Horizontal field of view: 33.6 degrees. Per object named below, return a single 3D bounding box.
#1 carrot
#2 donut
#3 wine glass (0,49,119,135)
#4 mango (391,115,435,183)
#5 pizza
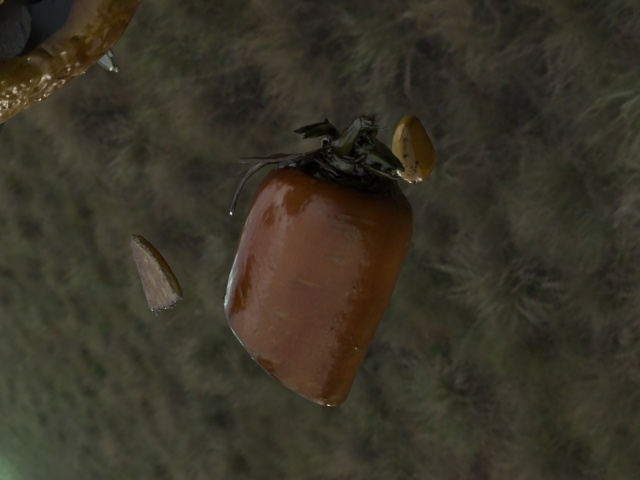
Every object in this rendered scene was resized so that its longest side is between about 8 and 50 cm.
[{"bbox_3d":[0.000,0.000,1.236,0.214,0.193,0.331,30,109,22],"label":"carrot"},{"bbox_3d":[-0.293,-0.243,0.960,0.150,0.317,0.299,46,-160,17],"label":"donut"},{"bbox_3d":[-0.354,-0.172,1.217,0.156,0.232,0.156,44,168,12],"label":"wine glass"},{"bbox_3d":[0.149,-0.147,1.705,0.057,0.079,0.114,15,124,41],"label":"mango"},{"bbox_3d":[-0.191,0.034,1.236,0.100,0.029,0.099,-30,84,60],"label":"pizza"}]
